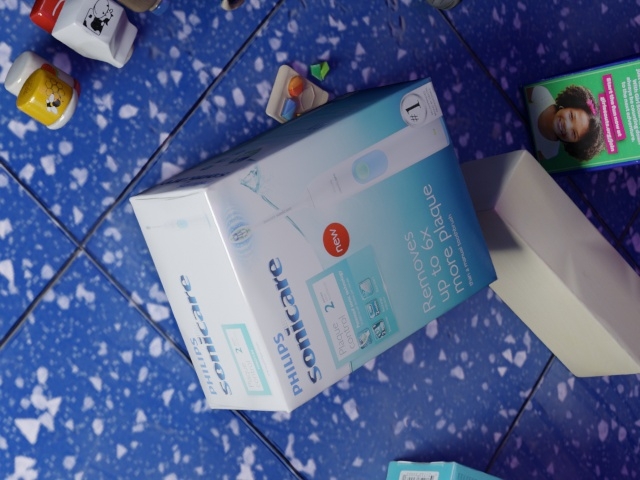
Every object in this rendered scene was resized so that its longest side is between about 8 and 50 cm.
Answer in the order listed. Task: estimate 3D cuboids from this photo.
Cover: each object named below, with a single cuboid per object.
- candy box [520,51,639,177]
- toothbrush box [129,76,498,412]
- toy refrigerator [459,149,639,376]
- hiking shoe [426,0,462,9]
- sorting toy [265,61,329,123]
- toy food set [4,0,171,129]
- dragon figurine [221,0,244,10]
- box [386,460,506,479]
[{"bbox_3d":[0.425,-0.162,1.730,0.268,0.317,0.122,-16,93,-38],"label":"candy box"},{"bbox_3d":[0.000,0.000,1.491,0.295,0.126,0.216,-28,104,-36],"label":"toothbrush box"},{"bbox_3d":[0.248,0.026,1.702,0.269,0.102,0.094,44,59,-24],"label":"toy refrigerator"},{"bbox_3d":[0.146,-0.354,1.686,0.114,0.086,0.227,0,83,-35],"label":"hiking shoe"},{"bbox_3d":[-0.017,-0.147,1.574,0.062,0.012,0.083,29,67,-31],"label":"sorting toy"},{"bbox_3d":[-0.184,-0.182,1.384,0.104,0.111,0.232,32,62,-30],"label":"toy food set"},{"bbox_3d":[-0.038,-0.321,1.537,0.289,0.085,0.144,-36,106,-36],"label":"dragon figurine"},{"bbox_3d":[0.184,0.282,1.614,0.244,0.100,0.060,24,71,-33],"label":"box"}]
